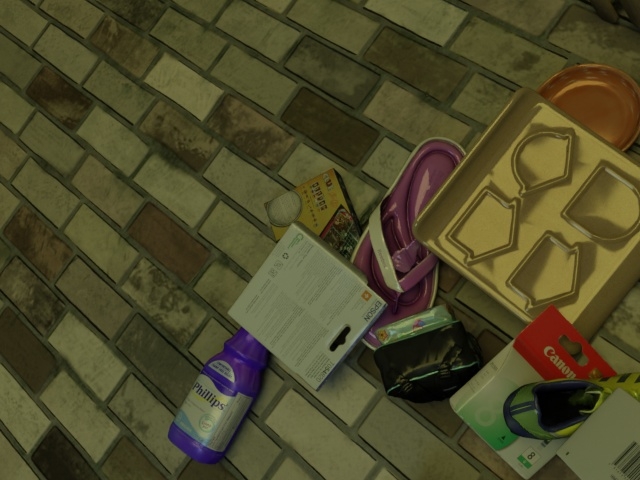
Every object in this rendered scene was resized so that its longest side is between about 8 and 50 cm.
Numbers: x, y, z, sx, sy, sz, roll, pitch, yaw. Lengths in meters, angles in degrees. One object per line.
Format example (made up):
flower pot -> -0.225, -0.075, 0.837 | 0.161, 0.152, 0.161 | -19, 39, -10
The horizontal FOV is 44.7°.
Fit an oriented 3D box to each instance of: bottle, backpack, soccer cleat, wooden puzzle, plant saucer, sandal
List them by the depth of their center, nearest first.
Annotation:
soccer cleat -> 0.414, 0.244, 1.152 | 0.289, 0.121, 0.093 | -3, 69, -15
backpack -> 0.183, 0.194, 1.293 | 0.166, 0.188, 0.144 | -24, 59, 12
wooden puzzle -> 0.381, -0.034, 1.311 | 0.348, 0.080, 0.322 | 38, 93, 9
plant saucer -> 0.470, -0.218, 1.384 | 0.200, 0.037, 0.200 | -8, 70, 21
sandal -> 0.152, -0.006, 1.393 | 0.169, 0.102, 0.416 | 17, 79, 5
bottle -> -0.176, 0.276, 1.477 | 0.118, 0.092, 0.283 | 28, 86, 31

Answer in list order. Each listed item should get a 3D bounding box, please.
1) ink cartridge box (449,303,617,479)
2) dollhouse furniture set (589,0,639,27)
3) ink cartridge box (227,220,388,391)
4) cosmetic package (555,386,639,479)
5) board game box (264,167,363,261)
ink cartridge box -> 0.342, 0.240, 1.221 | 0.224, 0.056, 0.181 | -44, 106, 7
dollhouse furniture set -> 0.636, -0.455, 1.358 | 0.212, 0.161, 0.242 | -53, 39, 0
ink cartridge box -> -0.022, 0.117, 1.390 | 0.224, 0.045, 0.223 | 41, 108, 10
cosmetic package -> 0.479, 0.349, 1.037 | 0.138, 0.224, 0.224 | -47, 24, 3
board game box -> 0.000, 0.000, 1.519 | 0.165, 0.042, 0.243 | -26, 64, 15
